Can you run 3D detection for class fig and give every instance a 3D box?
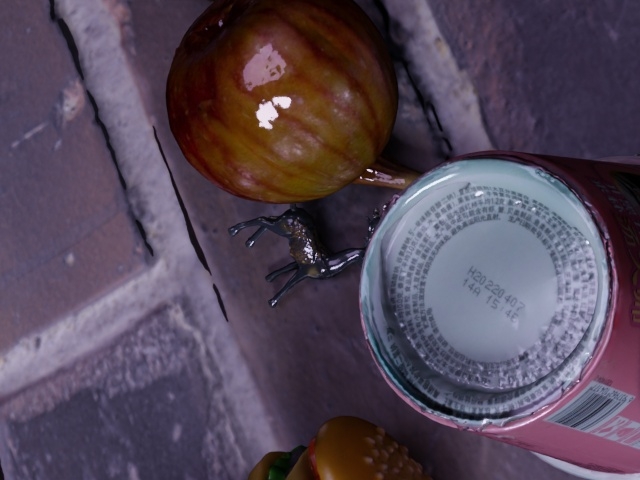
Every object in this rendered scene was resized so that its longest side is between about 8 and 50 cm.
[{"bbox_3d":[-0.007,-0.089,1.316,0.175,0.207,0.175,-35,31,25],"label":"fig"}]

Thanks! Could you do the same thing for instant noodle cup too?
[{"bbox_3d":[0.151,0.039,1.149,0.243,0.255,0.244,-4,81,29],"label":"instant noodle cup"}]

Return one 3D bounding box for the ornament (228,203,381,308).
[{"bbox_3d":[0.000,0.000,1.345,0.125,0.028,0.073,-19,106,29],"label":"ornament"}]

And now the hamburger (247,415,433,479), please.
[{"bbox_3d":[0.022,0.202,1.255,0.115,0.162,0.162,-34,71,20],"label":"hamburger"}]
